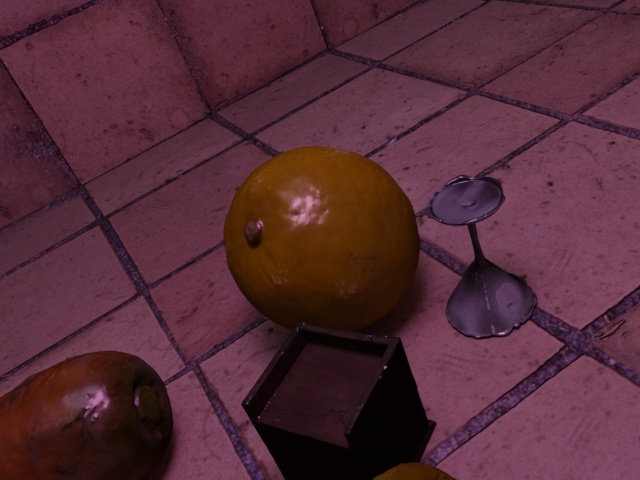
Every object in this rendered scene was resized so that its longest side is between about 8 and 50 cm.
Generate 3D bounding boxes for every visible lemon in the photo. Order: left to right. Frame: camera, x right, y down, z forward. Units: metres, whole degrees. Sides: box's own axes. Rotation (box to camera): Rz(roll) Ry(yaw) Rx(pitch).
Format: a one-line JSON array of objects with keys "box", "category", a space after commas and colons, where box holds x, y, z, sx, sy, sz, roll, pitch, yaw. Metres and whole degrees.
[{"box": [0.000, 0.000, 1.097, 0.347, 0.348, 0.348, -15, 34, 11], "category": "lemon"}]

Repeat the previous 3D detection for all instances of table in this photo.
[{"box": [0.033, 0.234, 0.881, 0.169, 0.193, 0.172, 4, 42, 34], "category": "table"}]

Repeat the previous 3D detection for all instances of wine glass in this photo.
[{"box": [0.248, 0.023, 1.020, 0.156, 0.232, 0.156, -15, 35, 11], "category": "wine glass"}]

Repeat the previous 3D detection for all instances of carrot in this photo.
[{"box": [-0.413, 0.312, 1.016, 0.340, 0.224, 0.224, -23, 33, 11], "category": "carrot"}]

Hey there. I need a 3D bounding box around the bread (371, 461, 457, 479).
[{"box": [0.082, 0.405, 0.644, 0.166, 0.112, 0.384, 24, 48, 7], "category": "bread"}]
